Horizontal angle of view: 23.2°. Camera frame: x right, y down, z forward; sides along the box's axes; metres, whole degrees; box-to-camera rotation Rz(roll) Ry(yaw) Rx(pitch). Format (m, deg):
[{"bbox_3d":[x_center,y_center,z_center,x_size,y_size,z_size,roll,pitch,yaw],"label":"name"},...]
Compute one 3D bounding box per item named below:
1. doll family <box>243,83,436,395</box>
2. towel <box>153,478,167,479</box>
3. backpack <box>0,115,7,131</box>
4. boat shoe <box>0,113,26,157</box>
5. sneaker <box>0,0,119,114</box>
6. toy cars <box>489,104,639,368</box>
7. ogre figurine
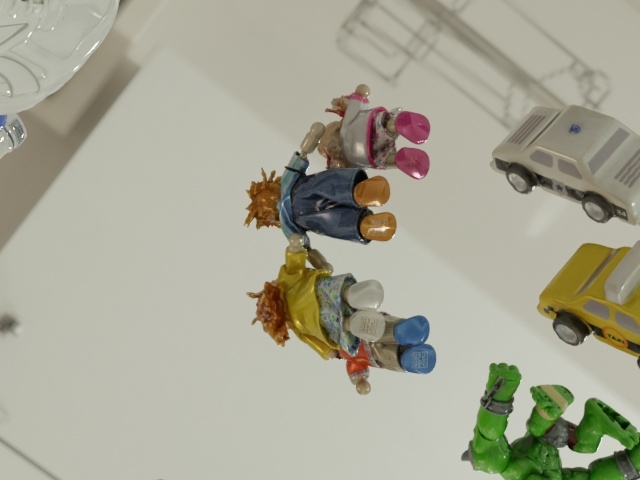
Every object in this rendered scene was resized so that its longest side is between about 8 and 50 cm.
[{"bbox_3d":[0.000,0.000,1.291,0.163,0.118,0.263,3,-86,57],"label":"doll family"},{"bbox_3d":[-0.114,0.339,1.436,0.037,0.237,0.329,-14,176,-13],"label":"towel"},{"bbox_3d":[-0.339,-0.111,1.363,0.120,0.098,0.101,-40,147,-20],"label":"backpack"},{"bbox_3d":[-0.456,-0.165,1.788,0.088,0.267,0.096,-44,158,-24],"label":"boat shoe"},{"bbox_3d":[-0.186,-0.121,0.811,0.232,0.090,0.115,-25,171,-43],"label":"sneaker"},{"bbox_3d":[0.272,-0.022,1.480,0.176,0.087,0.394,-16,-136,5],"label":"toy cars"},{"bbox_3d":[0.229,0.203,1.534,0.118,0.197,0.097,-57,-144,26],"label":"ogre figurine"}]
